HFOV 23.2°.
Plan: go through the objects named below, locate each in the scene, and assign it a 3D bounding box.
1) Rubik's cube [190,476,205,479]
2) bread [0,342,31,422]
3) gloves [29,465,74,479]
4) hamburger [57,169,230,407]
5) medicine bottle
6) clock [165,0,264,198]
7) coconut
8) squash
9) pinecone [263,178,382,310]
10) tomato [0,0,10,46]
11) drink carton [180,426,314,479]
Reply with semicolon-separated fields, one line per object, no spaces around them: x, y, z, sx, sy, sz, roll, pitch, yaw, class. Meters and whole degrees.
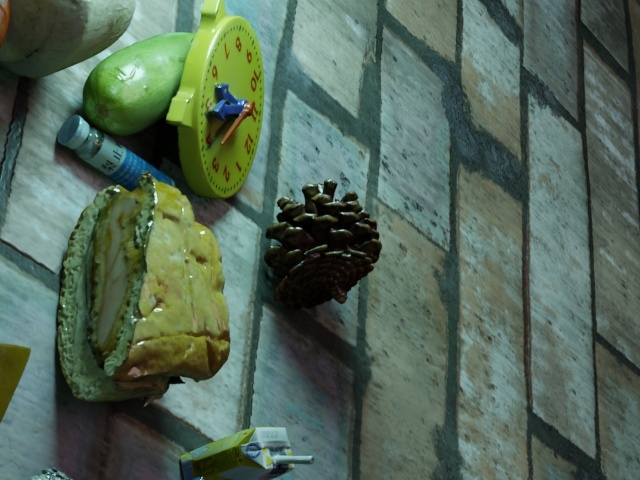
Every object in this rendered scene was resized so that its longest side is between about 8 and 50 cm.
-0.178;0.379;2.029;0.092;0.092;0.092;55;35;-17;Rubik's cube
-0.392;0.196;1.856;0.084;0.074;0.139;15;57;-47;bread
-0.304;0.334;1.898;0.153;0.070;0.114;36;44;-36;gloves
-0.223;0.098;2.077;0.209;0.162;0.330;37;41;-41;hamburger
-0.288;-0.110;2.212;0.191;0.051;0.051;35;44;-39;medicine bottle
-0.137;-0.201;2.341;0.293;0.071;0.277;60;41;-65;clock
-0.363;-0.344;2.102;0.227;0.227;0.230;61;34;-8;coconut
-0.235;-0.250;2.315;0.118;0.118;0.370;61;32;-9;squash
0.000;0.001;2.440;0.212;0.186;0.168;-100;175;-55;pinecone
-0.485;-0.289;1.922;0.208;0.184;0.208;31;49;-43;tomato
-0.094;0.293;2.103;0.084;0.200;0.074;13;59;-52;drink carton
